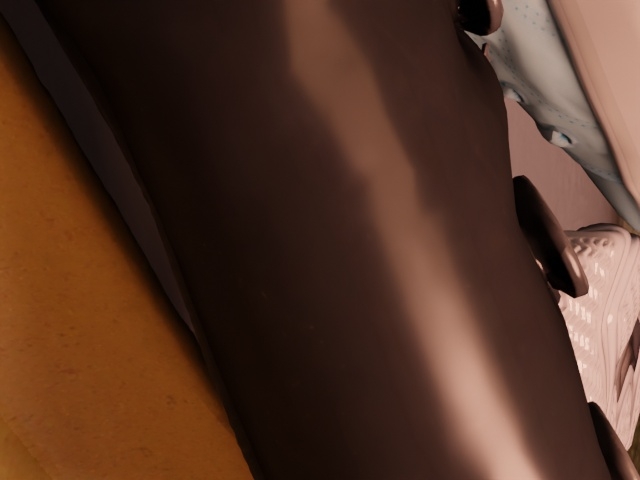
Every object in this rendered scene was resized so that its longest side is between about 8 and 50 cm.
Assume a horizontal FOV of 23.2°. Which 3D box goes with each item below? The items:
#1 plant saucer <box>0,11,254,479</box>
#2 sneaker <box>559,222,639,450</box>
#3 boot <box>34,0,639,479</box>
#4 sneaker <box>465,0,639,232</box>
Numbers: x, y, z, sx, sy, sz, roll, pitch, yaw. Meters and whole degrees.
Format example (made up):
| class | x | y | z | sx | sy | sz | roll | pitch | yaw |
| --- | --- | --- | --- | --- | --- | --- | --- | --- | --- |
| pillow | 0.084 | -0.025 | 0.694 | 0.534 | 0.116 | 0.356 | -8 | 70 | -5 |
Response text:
| class | x | y | z | sx | sy | sz | roll | pitch | yaw |
| --- | --- | --- | --- | --- | --- | --- | --- | --- | --- |
| plant saucer | -0.149 | 0.136 | 0.438 | 0.332 | 0.081 | 0.332 | -62 | 147 | -30 |
| sneaker | 0.068 | 0.041 | 0.712 | 0.268 | 0.153 | 0.101 | 34 | 69 | -72 |
| boot | 0.000 | -0.001 | 0.371 | 0.367 | 0.146 | 0.445 | -97 | 170 | -67 |
| sneaker | 0.047 | -0.135 | 0.585 | 0.366 | 0.150 | 0.135 | 57 | 37 | -27 |
